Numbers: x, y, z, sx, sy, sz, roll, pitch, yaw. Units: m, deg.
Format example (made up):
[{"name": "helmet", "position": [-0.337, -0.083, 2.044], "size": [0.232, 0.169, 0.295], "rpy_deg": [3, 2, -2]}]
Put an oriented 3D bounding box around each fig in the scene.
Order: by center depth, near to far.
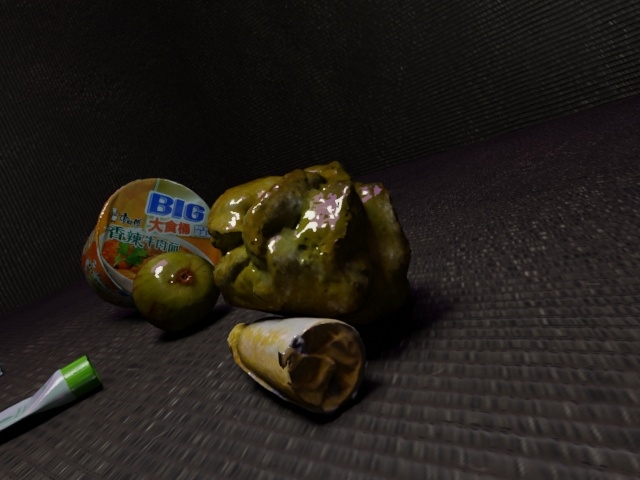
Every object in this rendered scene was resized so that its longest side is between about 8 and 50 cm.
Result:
[{"name": "fig", "position": [-0.262, 0.103, 0.880], "size": [0.186, 0.148, 0.142], "rpy_deg": [-60, 0, 36]}]

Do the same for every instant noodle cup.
[{"name": "instant noodle cup", "position": [-0.403, 0.026, 1.164], "size": [0.296, 0.296, 0.214], "rpy_deg": [-29, 5, -42]}]

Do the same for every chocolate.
[{"name": "chocolate", "position": [-0.041, 0.113, 0.511], "size": [0.086, 0.085, 0.219], "rpy_deg": [-25, 7, -27]}]

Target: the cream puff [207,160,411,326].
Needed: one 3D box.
[{"name": "cream puff", "position": [-0.007, 0.015, 0.571], "size": [0.245, 0.196, 0.244], "rpy_deg": [-13, 6, 1]}]

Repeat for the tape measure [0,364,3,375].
[{"name": "tape measure", "position": [-0.719, 0.274, 1.055], "size": [0.094, 0.054, 0.091], "rpy_deg": [-5, 16, 37]}]

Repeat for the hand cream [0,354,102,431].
[{"name": "hand cream", "position": [-0.435, 0.249, 0.671], "size": [0.275, 0.050, 0.079], "rpy_deg": [-29, -15, -23]}]
